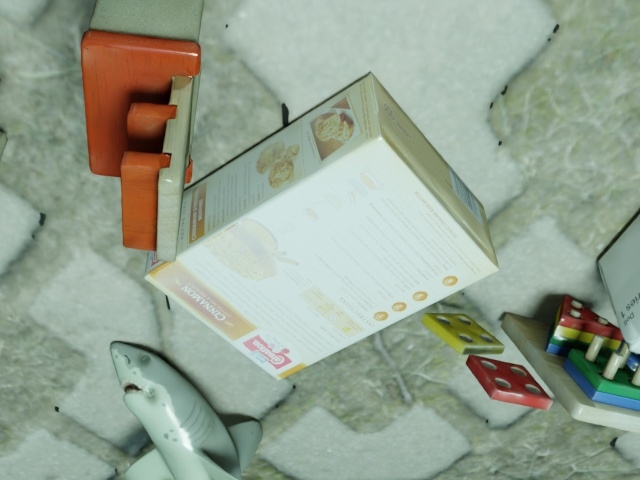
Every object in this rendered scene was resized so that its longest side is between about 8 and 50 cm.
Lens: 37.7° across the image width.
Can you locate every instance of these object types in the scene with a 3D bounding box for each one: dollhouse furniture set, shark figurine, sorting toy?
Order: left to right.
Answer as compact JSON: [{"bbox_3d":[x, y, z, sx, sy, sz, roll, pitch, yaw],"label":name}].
[{"bbox_3d":[-0.187,-0.080,0.444,0.259,0.135,0.262,7,146,-6],"label":"dollhouse furniture set"},{"bbox_3d":[-0.095,0.209,0.807,0.166,0.116,0.278,23,129,21],"label":"shark figurine"},{"bbox_3d":[0.213,0.086,0.689,0.274,0.132,0.046,14,109,-18],"label":"sorting toy"}]

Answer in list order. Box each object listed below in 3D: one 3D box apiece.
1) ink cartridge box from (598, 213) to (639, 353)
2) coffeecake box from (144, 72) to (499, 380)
[{"bbox_3d":[0.333,0.020,0.649,0.219,0.093,0.160,16,130,-18],"label":"ink cartridge box"},{"bbox_3d":[0.000,0.000,0.626,0.185,0.068,0.142,-29,129,22],"label":"coffeecake box"}]
